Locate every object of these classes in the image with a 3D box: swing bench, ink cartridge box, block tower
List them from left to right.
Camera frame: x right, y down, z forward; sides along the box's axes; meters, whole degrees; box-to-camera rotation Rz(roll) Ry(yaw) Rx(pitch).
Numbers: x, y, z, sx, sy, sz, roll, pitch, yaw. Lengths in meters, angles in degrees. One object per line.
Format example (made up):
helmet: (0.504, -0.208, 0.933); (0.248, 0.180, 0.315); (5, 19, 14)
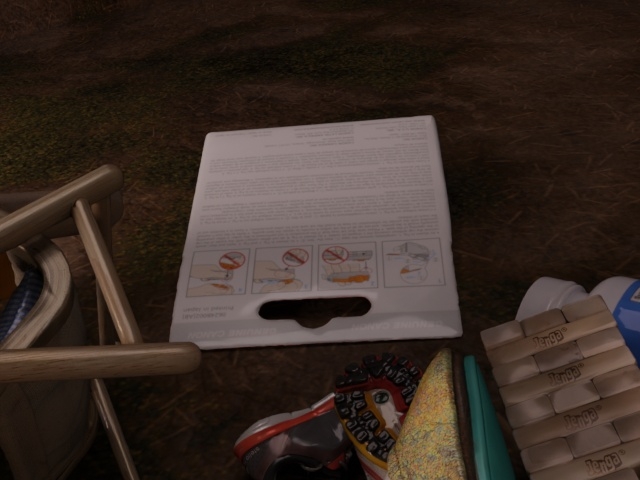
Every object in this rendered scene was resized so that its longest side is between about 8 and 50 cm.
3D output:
swing bench: (-0.227, 0.114, 0.566); (0.254, 0.253, 0.165); (-16, 59, -23)
ink cartridge box: (0.000, 0.000, 1.035); (0.308, 0.091, 0.385); (-3, 43, 4)
block tower: (0.181, 0.173, 0.502); (0.091, 0.097, 0.335); (-20, 37, 7)

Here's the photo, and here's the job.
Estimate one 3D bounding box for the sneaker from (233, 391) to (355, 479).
sneaker: (0.011, 0.165, 0.706); (0.158, 0.061, 0.065); (-18, 55, -21)

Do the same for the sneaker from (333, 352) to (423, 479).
sneaker: (0.087, 0.182, 0.605); (0.088, 0.093, 0.225); (-24, 46, -6)

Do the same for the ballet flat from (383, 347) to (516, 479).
ballet flat: (0.075, 0.208, 0.446); (0.123, 0.123, 0.348); (-8, 46, -5)

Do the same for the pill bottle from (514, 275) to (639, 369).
pill bottle: (0.272, 0.098, 0.690); (0.221, 0.124, 0.124); (14, 32, 36)

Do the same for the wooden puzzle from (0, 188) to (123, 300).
wooden puzzle: (-0.379, 0.030, 0.690); (0.348, 0.080, 0.322); (-9, 2, 25)
